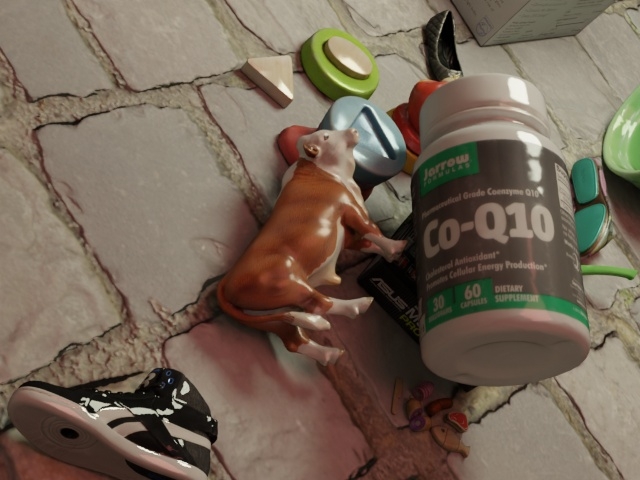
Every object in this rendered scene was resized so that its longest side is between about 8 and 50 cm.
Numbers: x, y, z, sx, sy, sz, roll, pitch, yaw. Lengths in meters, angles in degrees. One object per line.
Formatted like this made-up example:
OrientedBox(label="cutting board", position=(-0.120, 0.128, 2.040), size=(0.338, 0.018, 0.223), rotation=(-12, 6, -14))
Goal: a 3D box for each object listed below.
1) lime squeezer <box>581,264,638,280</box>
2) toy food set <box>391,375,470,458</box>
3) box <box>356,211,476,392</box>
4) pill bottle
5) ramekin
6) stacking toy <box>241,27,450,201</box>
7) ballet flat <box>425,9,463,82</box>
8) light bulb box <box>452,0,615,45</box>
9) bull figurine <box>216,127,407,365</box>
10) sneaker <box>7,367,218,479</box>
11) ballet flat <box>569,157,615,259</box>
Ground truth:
OrientedBox(label="lime squeezer", position=(0.355, -0.005, 1.543), size=(0.310, 0.059, 0.110), rotation=(39, 84, -6))
OrientedBox(label="toy food set", position=(0.147, 0.218, 1.266), size=(0.122, 0.019, 0.078), rotation=(30, 46, -18))
OrientedBox(label="box", position=(0.197, 0.049, 1.399), size=(0.216, 0.060, 0.270), rotation=(46, 43, -2))
OrientedBox(label="pill bottle", position=(0.218, -0.016, 1.256), size=(0.204, 0.204, 0.361), rotation=(17, 57, -29))
OrientedBox(label="ramekin", position=(0.677, -0.194, 1.791), size=(0.148, 0.303, 0.303), rotation=(38, 43, -20))
OrientedBox(label="stacking toy", position=(0.066, -0.211, 1.432), size=(0.309, 0.130, 0.280), rotation=(-29, 81, -47))
OrientedBox(label="ballet flat", position=(0.213, -0.320, 1.686), size=(0.057, 0.049, 0.173), rotation=(12, 54, -31))
OrientedBox(label="light bulb box", position=(0.456, -0.562, 1.826), size=(0.357, 0.361, 0.225), rotation=(-17, 72, -45))
OrientedBox(label="bull figurine", position=(0.000, 0.000, 1.220), size=(0.188, 0.101, 0.310), rotation=(30, 59, 5))
OrientedBox(label="sneaker", position=(-0.201, 0.167, 0.993), size=(0.216, 0.079, 0.121), rotation=(34, 41, -26))
OrientedBox(label="ballet flat", position=(0.461, -0.043, 1.675), size=(0.079, 0.076, 0.222), rotation=(44, 39, -33))
